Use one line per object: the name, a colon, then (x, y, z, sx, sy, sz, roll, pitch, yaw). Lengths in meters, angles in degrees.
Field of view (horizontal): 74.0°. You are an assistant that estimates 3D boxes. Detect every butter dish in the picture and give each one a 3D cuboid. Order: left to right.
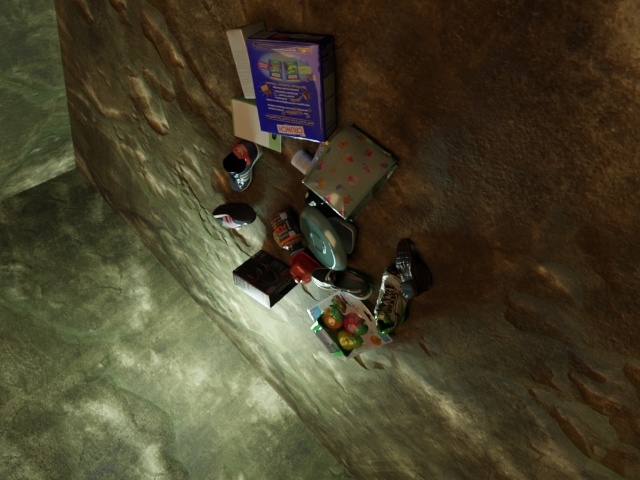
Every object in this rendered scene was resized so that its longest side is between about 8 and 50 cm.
butter dish: (-0.085, 0.150, 2.014, 0.159, 0.118, 0.160, 37, 144, -5)

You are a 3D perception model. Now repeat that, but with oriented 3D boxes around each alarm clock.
alarm clock: (-0.187, -0.022, 2.030, 0.192, 0.064, 0.129, 27, 138, 24)

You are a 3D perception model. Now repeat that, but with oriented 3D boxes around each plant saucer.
plant saucer: (0.000, 0.000, 1.790, 0.318, 0.043, 0.318, 48, 158, 26)

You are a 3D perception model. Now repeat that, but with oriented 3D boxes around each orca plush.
orca plush: (0.044, -0.165, 1.602, 0.287, 0.102, 0.151, -3, 140, 31)

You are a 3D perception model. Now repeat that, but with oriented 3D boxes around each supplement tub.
supplement tub: (-0.143, -0.035, 1.899, 0.198, 0.106, 0.106, 63, 145, 11)
supplement tub: (-0.052, -0.293, 1.644, 0.107, 0.071, 0.071, 41, 143, 11)

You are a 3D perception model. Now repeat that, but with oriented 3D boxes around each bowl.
bowl: (0.089, -0.030, 1.742, 0.142, 0.053, 0.142, 29, 140, 26)

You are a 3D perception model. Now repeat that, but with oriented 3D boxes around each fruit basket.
fruit basket: (0.120, 0.407, 2.006, 0.327, 0.165, 0.353, 51, 141, -2)

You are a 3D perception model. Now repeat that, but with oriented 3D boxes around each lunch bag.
lunch bag: (0.105, -0.231, 1.444, 0.223, 0.160, 0.262, 41, 101, 14)

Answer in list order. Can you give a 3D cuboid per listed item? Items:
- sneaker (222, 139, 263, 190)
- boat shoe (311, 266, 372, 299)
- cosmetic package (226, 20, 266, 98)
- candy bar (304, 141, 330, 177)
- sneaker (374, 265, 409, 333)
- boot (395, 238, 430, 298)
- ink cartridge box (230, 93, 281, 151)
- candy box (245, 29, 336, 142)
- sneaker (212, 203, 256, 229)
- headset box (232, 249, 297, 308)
sneaker: (-0.379, -0.321, 1.897, 0.131, 0.148, 0.350, 45, 144, 7)
boat shoe: (0.082, 0.168, 1.866, 0.302, 0.114, 0.091, 12, 154, 26)
cosmetic package: (-0.234, -0.633, 1.498, 0.085, 0.117, 0.231, 14, 130, 38)
candy bar: (-0.013, -0.299, 1.580, 0.040, 0.018, 0.162, 33, 105, 18)
sneaker: (0.289, 0.249, 1.700, 0.134, 0.146, 0.344, 22, 135, 33)
boot: (0.346, 0.100, 1.582, 0.082, 0.106, 0.220, -10, 86, 54)
ink cartridge box: (-0.247, -0.472, 1.707, 0.235, 0.056, 0.171, 21, 137, 15)
candy box: (-0.088, -0.511, 1.416, 0.268, 0.122, 0.317, 16, 132, 22)
sneaker: (-0.418, -0.111, 2.183, 0.318, 0.112, 0.131, 12, 147, 43)
headset box: (-0.272, 0.201, 2.187, 0.293, 0.218, 0.110, 29, 139, 28)
